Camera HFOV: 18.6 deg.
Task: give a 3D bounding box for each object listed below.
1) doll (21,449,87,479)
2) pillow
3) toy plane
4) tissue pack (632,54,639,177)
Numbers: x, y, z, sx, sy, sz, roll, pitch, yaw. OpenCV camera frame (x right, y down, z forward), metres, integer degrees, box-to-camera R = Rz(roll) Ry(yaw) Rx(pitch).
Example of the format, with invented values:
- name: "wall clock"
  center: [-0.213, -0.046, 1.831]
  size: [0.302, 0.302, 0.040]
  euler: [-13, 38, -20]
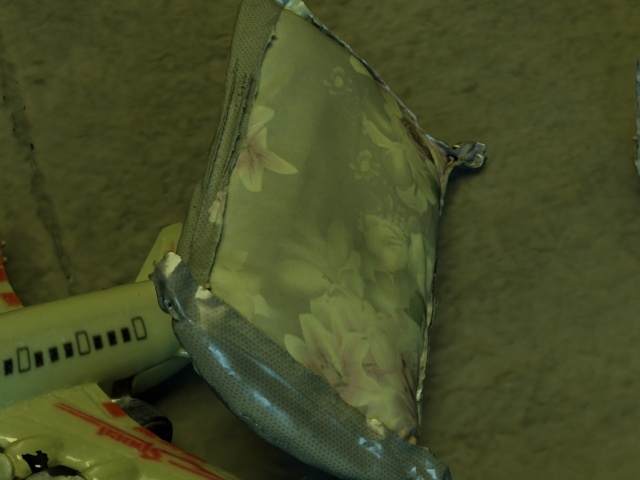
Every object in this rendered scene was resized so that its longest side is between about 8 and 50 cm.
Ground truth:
- name: "doll"
  center: [-0.037, 0.161, 0.769]
  size: [0.192, 0.095, 0.149]
  euler: [33, 17, -17]
- name: "pillow"
  center: [0.000, 0.000, 0.901]
  size: [0.169, 0.059, 0.255]
  euler: [34, 39, -19]
- name: "toy plane"
  center: [-0.128, 0.060, 0.881]
  size: [0.256, 0.104, 0.242]
  euler: [-26, 55, -32]
- name: "tissue pack"
  center: [0.279, -0.111, 0.960]
  size: [0.185, 0.124, 0.225]
  euler: [21, 58, 19]
